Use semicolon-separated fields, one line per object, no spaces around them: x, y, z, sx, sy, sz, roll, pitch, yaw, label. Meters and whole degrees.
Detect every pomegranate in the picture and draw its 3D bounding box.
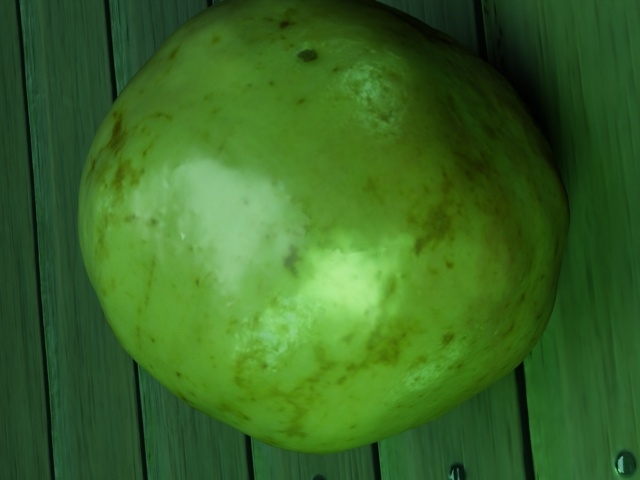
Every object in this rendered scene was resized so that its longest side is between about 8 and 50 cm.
0.000;0.000;1.223;0.342;0.342;0.342;0;90;51;pomegranate
